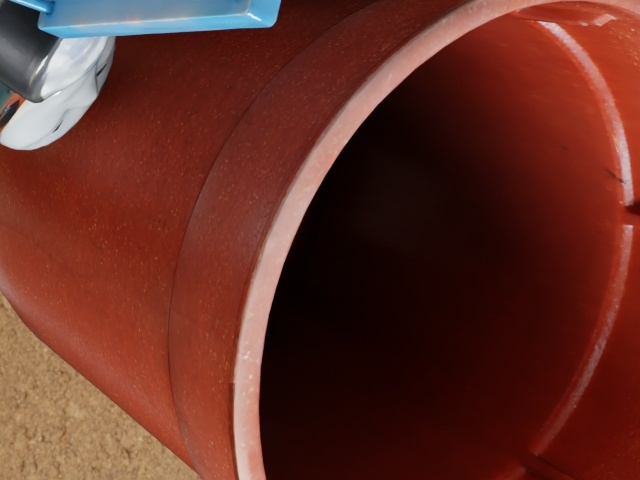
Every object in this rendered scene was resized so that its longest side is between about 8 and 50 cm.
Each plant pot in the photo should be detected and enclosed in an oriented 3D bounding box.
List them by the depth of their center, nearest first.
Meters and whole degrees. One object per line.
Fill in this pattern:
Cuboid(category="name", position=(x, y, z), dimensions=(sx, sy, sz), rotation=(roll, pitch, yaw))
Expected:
Cuboid(category="plant pot", position=(0.000, 0.000, 0.841), dimensions=(0.272, 0.272, 0.265), rotation=(14, -174, -41))

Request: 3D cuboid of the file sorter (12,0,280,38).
Cuboid(category="file sorter", position=(-0.067, -0.158, 0.584), dimensions=(0.104, 0.170, 0.118), rotation=(19, 171, -38))

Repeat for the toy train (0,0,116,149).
Cuboid(category="toy train", position=(-0.215, -0.152, 0.735), dimensions=(0.334, 0.142, 0.190), rotation=(34, 172, 4))
